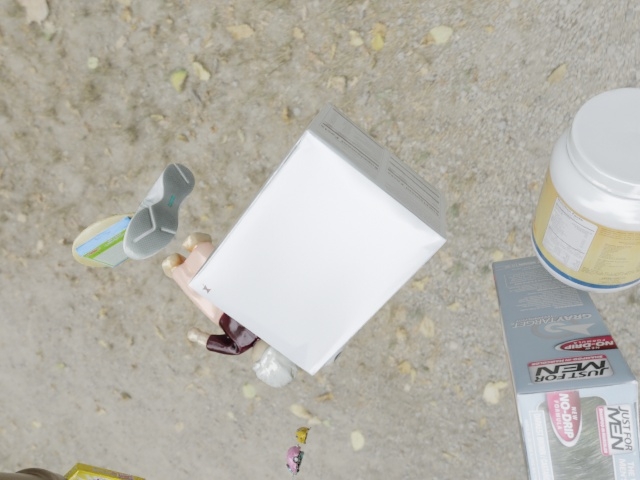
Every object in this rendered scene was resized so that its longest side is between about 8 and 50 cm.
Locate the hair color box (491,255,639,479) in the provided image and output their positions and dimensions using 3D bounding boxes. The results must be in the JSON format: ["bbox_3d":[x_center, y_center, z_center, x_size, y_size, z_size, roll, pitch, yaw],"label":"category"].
[{"bbox_3d":[0.291,0.165,0.775,0.114,0.374,0.185,-9,105,14],"label":"hair color box"}]

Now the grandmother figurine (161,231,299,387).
[{"bbox_3d":[-0.157,0.132,1.190,0.208,0.104,0.342,-47,66,13],"label":"grandmother figurine"}]

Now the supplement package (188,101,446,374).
[{"bbox_3d":[0.000,0.000,0.801,0.204,0.145,0.262,37,116,-7],"label":"supplement package"}]

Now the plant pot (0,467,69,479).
[{"bbox_3d":[-0.661,0.571,1.251,0.263,0.263,0.229,2,148,27],"label":"plant pot"}]

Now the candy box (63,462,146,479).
[{"bbox_3d":[-0.539,0.602,1.525,0.105,0.027,0.206,-45,133,9],"label":"candy box"}]

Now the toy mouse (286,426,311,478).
[{"bbox_3d":[-0.060,0.503,1.449,0.031,0.143,0.161,14,167,8],"label":"toy mouse"}]

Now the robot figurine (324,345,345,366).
[{"bbox_3d":[-0.047,0.235,1.606,0.174,0.209,0.278,31,165,-25],"label":"robot figurine"}]

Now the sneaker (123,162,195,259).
[{"bbox_3d":[-0.205,-0.029,0.781,0.054,0.152,0.061,36,135,-18],"label":"sneaker"}]

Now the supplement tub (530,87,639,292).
[{"bbox_3d":[0.311,-0.047,0.664,0.144,0.144,0.199,17,152,18],"label":"supplement tub"}]

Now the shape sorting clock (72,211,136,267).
[{"bbox_3d":[-0.457,-0.002,1.417,0.206,0.206,0.040,-43,65,37],"label":"shape sorting clock"}]
